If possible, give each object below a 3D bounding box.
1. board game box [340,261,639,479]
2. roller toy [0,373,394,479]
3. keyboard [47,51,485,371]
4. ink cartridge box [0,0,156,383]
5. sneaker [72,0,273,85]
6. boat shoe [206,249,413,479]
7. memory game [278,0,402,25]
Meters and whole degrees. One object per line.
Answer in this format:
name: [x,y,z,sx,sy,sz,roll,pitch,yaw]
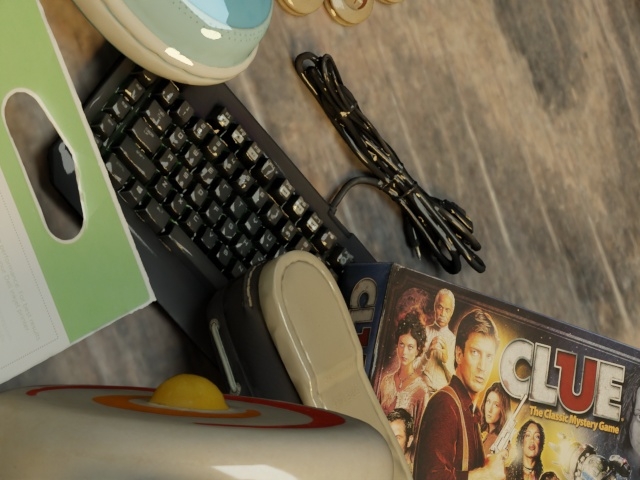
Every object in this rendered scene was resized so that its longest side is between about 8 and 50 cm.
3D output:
board game box: [0.102,0.121,1.100,0.243,0.042,0.165,19,76,-37]
roller toy: [-0.066,0.132,0.862,0.209,0.191,0.146,4,91,-55]
keyboard: [0.000,0.000,1.073,0.317,0.033,0.201,50,53,-26]
ink cartridge box: [-0.198,-0.001,0.869,0.235,0.056,0.171,-30,104,-45]
sneaker: [-0.060,-0.243,0.927,0.127,0.208,0.319,-25,96,-46]
boat shoe: [-0.005,0.110,0.986,0.075,0.065,0.206,-13,86,-53]
memory game: [0.001,-0.214,1.125,0.186,0.012,0.186,10,75,-42]
